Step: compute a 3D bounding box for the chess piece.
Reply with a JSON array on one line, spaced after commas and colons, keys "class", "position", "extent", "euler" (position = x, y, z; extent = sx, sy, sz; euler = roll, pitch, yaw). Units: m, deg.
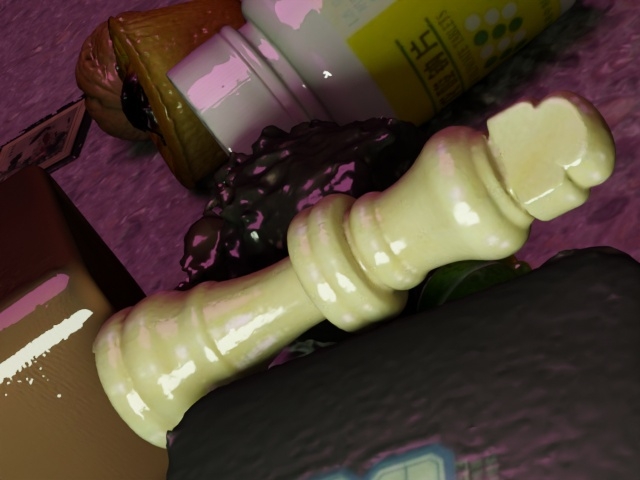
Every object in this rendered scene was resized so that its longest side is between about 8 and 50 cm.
[{"class": "chess piece", "position": [0.025, 0.016, 0.972], "extent": [0.397, 0.117, 0.117], "euler": [-30, 28, 23]}]

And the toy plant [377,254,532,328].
[{"class": "toy plant", "position": [0.096, 0.075, 1.013], "extent": [0.162, 0.092, 0.093], "euler": [-44, 28, -18]}]

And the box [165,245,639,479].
[{"class": "box", "position": [0.066, 0.185, 0.814], "extent": [0.350, 0.091, 0.359], "euler": [-22, 42, 17]}]

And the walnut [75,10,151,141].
[{"class": "walnut", "position": [-0.233, -0.207, 1.767], "extent": [0.155, 0.155, 0.184], "euler": [-32, 27, 10]}]

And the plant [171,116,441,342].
[{"class": "plant", "position": [0.000, 0.000, 1.148], "extent": [0.234, 0.178, 0.204], "euler": [-18, 38, 39]}]

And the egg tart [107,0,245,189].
[{"class": "egg tart", "position": [-0.142, -0.173, 1.574], "extent": [0.171, 0.215, 0.215], "euler": [-25, 26, -9]}]

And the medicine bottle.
[{"class": "medicine bottle", "position": [0.052, -0.208, 1.366], "extent": [0.379, 0.213, 0.213], "euler": [-38, 28, -1]}]

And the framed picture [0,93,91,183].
[{"class": "framed picture", "position": [-0.408, -0.128, 1.995], "extent": [0.199, 0.010, 0.195], "euler": [-27, 29, 19]}]

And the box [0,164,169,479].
[{"class": "box", "position": [-0.260, 0.113, 1.216], "extent": [0.229, 0.239, 0.339], "euler": [-35, 27, -2]}]
